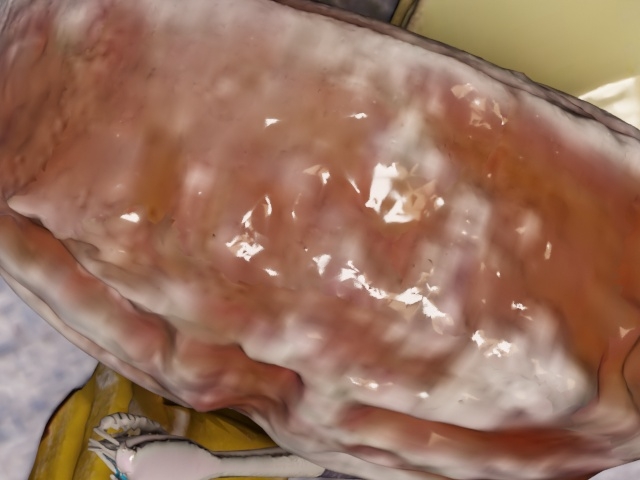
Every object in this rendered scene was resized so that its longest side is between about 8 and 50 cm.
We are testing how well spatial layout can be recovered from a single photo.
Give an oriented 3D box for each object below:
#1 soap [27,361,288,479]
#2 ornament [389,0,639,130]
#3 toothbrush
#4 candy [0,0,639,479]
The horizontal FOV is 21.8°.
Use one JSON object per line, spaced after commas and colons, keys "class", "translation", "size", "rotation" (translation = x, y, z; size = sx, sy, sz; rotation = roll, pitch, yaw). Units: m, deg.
{"class": "soap", "translation": [-0.092, 0.167, 0.681], "size": [0.080, 0.258, 0.160], "rotation": [30, 141, -24]}
{"class": "ornament", "translation": [0.084, -0.058, 0.726], "size": [0.180, 0.059, 0.201], "rotation": [-19, 109, 4]}
{"class": "toothbrush", "translation": [0.008, 0.091, 0.689], "size": [0.288, 0.026, 0.024], "rotation": [11, 107, -53]}
{"class": "candy", "translation": [0.000, 0.000, 0.616], "size": [0.289, 0.214, 0.157], "rotation": [17, 76, 5]}
